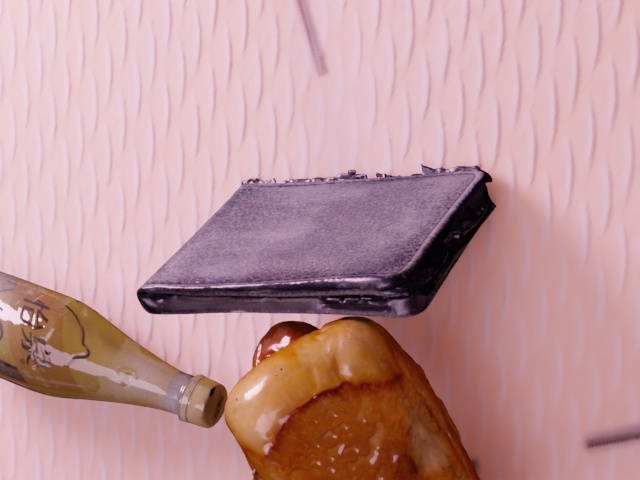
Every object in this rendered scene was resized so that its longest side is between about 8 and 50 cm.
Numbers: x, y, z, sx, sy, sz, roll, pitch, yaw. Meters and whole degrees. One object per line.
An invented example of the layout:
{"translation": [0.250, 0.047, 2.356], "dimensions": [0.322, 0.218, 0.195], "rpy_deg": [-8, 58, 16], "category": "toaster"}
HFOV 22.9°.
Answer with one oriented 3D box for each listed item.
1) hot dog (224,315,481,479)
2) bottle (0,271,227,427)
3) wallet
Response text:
{"translation": [0.029, 0.161, 1.101], "dimensions": [0.150, 0.153, 0.256], "rpy_deg": [-31, 112, -2], "category": "hot dog"}
{"translation": [-0.197, 0.092, 1.266], "dimensions": [0.270, 0.083, 0.083], "rpy_deg": [19, 105, 24], "category": "bottle"}
{"translation": [0.001, 0.002, 1.105], "dimensions": [0.222, 0.167, 0.036], "rpy_deg": [-3, 119, 30], "category": "wallet"}
